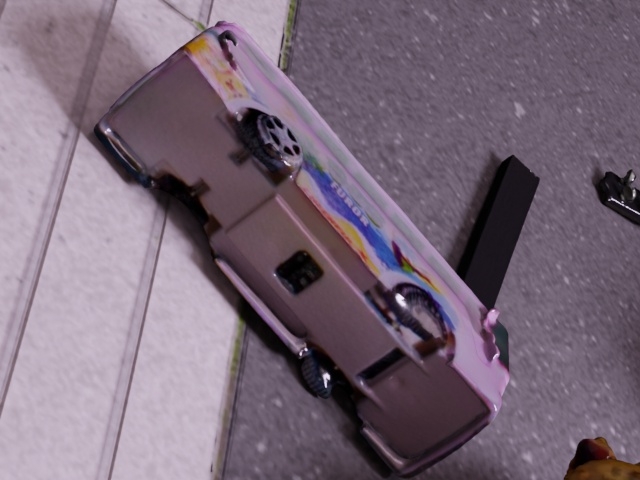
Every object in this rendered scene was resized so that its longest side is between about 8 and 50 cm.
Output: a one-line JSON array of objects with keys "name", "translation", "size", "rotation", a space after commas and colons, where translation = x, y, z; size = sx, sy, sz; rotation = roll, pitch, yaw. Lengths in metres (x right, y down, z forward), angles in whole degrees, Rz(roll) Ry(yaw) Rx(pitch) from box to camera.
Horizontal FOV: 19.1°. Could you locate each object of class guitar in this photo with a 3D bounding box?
[{"name": "guitar", "translation": [0.326, 0.018, 1.525], "size": [0.271, 0.038, 0.084], "rotation": [35, 35, -24]}]

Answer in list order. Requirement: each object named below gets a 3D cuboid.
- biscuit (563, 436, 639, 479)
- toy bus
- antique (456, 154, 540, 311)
[{"name": "biscuit", "translation": [0.212, 0.252, 1.025], "size": [0.334, 0.081, 0.289], "rotation": [-84, 149, -64]}, {"name": "toy bus", "translation": [0.000, 0.000, 1.102], "size": [0.274, 0.090, 0.112], "rotation": [49, 27, -5]}, {"name": "antique", "translation": [0.121, -0.003, 1.317], "size": [0.031, 0.015, 0.192], "rotation": [43, 33, -10]}]
